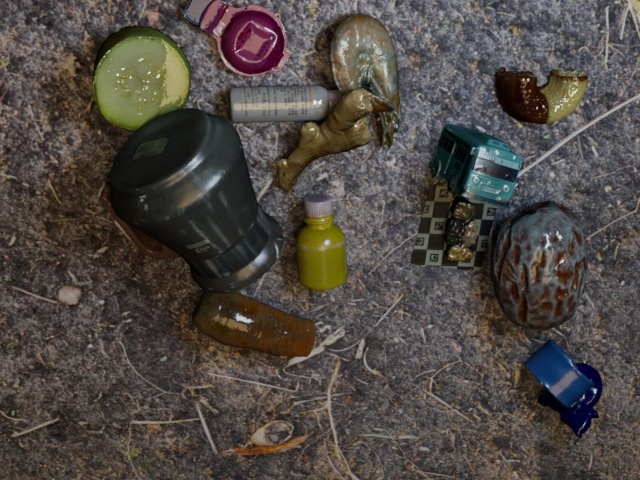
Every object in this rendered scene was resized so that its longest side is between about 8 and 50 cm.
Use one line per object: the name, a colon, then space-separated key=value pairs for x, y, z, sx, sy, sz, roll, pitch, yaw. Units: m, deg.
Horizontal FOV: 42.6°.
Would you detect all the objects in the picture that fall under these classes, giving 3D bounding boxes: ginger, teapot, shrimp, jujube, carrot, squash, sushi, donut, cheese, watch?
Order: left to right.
squash: x=-0.376 y=-0.344 z=1.752 sx=0.220 sy=0.133 sz=0.220 roll=-5 pitch=111 yaw=-14
teapot: x=-0.287 y=-0.067 z=1.787 sx=0.375 sy=0.306 sz=0.362 roll=-8 pitch=134 yaw=26
cheese: x=-0.177 y=-0.449 z=1.771 sx=0.244 sy=0.062 sz=0.155 roll=29 pitch=103 yaw=-17
carrot: x=-0.161 y=0.205 z=1.997 sx=0.301 sy=0.139 sz=0.139 roll=15 pitch=108 yaw=-16
ginger: x=0.015 y=-0.224 z=1.846 sx=0.333 sy=0.081 sz=0.147 roll=-34 pitch=149 yaw=31
shrimp: x=0.106 y=-0.347 z=1.834 sx=0.168 sy=0.077 sz=0.317 roll=-24 pitch=113 yaw=-22
sushi: x=0.340 y=-0.020 z=2.031 sx=0.192 sy=0.050 sz=0.215 roll=7 pitch=110 yaw=-12
jujube: x=0.538 y=0.054 z=1.989 sx=0.215 sy=0.246 sz=0.308 roll=13 pitch=130 yaw=31
donut: x=0.524 y=-0.337 z=1.917 sx=0.217 sy=0.085 sz=0.141 roll=-6 pitch=112 yaw=-9
watch: x=0.639 y=0.370 z=2.161 sx=0.171 sy=0.196 sz=0.200 roll=-48 pitch=118 yaw=0

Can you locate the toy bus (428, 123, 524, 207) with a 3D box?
toy bus: x=0.351 y=-0.173 z=1.862 sx=0.128 sy=0.256 sz=0.147 roll=14 pitch=106 yaw=-14

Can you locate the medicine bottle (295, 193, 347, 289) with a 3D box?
medicine bottle: x=0.000 y=0.000 z=1.945 sx=0.121 sy=0.122 sz=0.213 roll=-6 pitch=112 yaw=-7

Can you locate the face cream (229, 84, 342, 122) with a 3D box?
face cream: x=-0.068 y=-0.306 z=1.835 sx=0.268 sy=0.082 sz=0.082 roll=-2 pitch=112 yaw=-8
